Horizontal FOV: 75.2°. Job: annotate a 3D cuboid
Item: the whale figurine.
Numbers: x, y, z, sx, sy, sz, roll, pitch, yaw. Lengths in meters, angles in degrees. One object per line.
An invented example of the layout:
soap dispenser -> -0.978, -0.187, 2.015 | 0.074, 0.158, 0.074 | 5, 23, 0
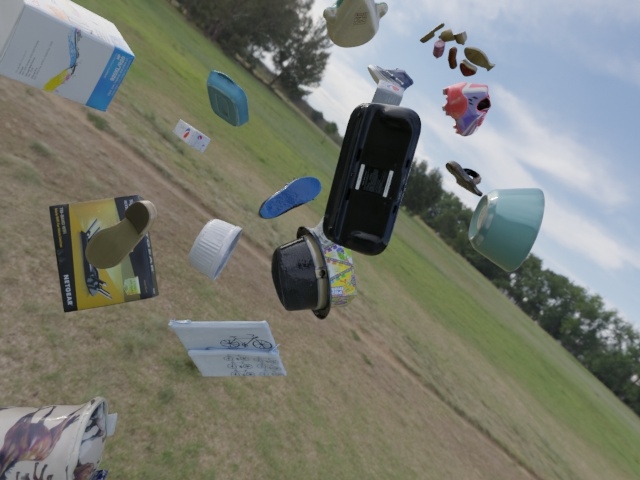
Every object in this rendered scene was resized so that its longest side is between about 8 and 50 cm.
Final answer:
whale figurine -> 0.108, -0.750, 1.324 | 0.272, 0.216, 0.141 | 104, -25, -73

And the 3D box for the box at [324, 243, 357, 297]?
box -> 0.047, 0.166, 2.005 | 0.290, 0.177, 0.279 | 110, -26, -70

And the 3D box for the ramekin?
ramekin -> -0.365, 0.024, 1.432 | 0.109, 0.207, 0.207 | 29, 11, -4

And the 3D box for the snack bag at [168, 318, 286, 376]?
snack bag -> -0.290, 0.361, 1.362 | 0.343, 0.323, 0.037 | 83, 8, -46

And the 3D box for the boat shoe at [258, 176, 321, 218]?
boat shoe -> -0.116, -0.157, 1.468 | 0.089, 0.258, 0.109 | -11, -78, 60

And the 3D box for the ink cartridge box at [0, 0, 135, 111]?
ink cartridge box -> -0.594, -0.444, 0.947 | 0.232, 0.168, 0.171 | 9, 39, -55

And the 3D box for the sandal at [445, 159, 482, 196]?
sandal -> 0.449, -0.196, 1.268 | 0.219, 0.060, 0.090 | 30, 12, -45

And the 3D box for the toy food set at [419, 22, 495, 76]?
toy food set -> 0.235, -0.326, 0.717 | 0.122, 0.019, 0.078 | 30, -18, -22

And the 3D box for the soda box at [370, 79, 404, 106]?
soda box -> 0.189, -0.386, 1.419 | 0.091, 0.286, 0.098 | 19, 38, 0

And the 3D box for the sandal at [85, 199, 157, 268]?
sandal -> -0.435, -0.013, 0.953 | 0.088, 0.240, 0.079 | 56, 26, 2

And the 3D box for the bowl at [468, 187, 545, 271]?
bowl -> 0.638, -0.059, 1.479 | 0.163, 0.312, 0.311 | 17, 8, 7

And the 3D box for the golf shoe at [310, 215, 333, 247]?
golf shoe -> 0.000, 0.000, 1.587 | 0.115, 0.306, 0.140 | 41, 50, -12

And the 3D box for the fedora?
fedora -> -0.081, 0.122, 1.434 | 0.152, 0.334, 0.334 | -11, 35, -19

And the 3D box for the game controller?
game controller -> 0.104, -0.131, 0.892 | 0.166, 0.319, 0.067 | 19, 11, 25

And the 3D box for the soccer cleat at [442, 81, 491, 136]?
soccer cleat -> 0.344, -0.290, 0.934 | 0.095, 0.083, 0.248 | 4, 0, 30

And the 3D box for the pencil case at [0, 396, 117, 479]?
pencil case -> -0.583, 0.356, 0.710 | 0.410, 0.160, 0.183 | 1, -19, -6

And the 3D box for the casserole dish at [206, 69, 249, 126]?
casserole dish -> -0.241, -0.354, 1.067 | 0.114, 0.037, 0.188 | 34, -15, 1

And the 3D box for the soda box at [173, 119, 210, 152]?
soda box -> -0.561, -0.455, 1.802 | 0.074, 0.069, 0.216 | 27, 8, -45

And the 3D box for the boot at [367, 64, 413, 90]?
boot -> 0.253, -0.595, 1.509 | 0.190, 0.086, 0.069 | 56, 4, 28

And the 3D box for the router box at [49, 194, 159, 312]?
router box -> -0.628, 0.036, 1.218 | 0.081, 0.242, 0.309 | 159, -79, -80
